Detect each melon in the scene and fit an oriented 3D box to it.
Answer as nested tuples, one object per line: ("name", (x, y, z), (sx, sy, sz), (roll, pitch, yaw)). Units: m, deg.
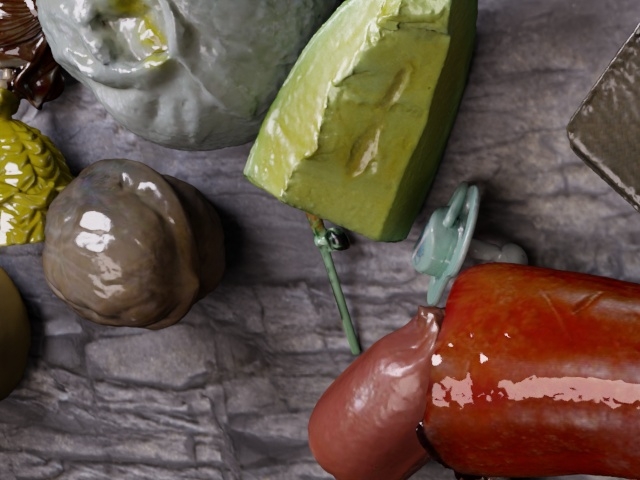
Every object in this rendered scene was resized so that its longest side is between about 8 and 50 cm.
("melon", (0.067, -0.151, 1.614), (0.196, 0.124, 0.323), (19, 118, -15))

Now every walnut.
("walnut", (-0.218, 0.007, 1.872), (0.224, 0.224, 0.224), (15, 115, 34))

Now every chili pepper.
("chili pepper", (0.274, 0.147, 1.513), (0.305, 0.229, 0.251), (11, 154, 29))

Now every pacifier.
("pacifier", (0.160, 0.006, 1.660), (0.116, 0.127, 0.150), (15, 141, -5))

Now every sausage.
("sausage", (0.082, 0.182, 1.743), (0.148, 0.148, 0.254), (52, 129, 11))

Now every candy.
("candy", (0.000, 0.000, 1.795), (0.078, 0.084, 0.288), (-4, 111, 36))

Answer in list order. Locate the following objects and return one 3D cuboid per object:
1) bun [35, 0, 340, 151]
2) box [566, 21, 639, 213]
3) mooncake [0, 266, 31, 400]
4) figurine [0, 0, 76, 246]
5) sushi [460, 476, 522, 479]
("bun", (-0.150, -0.265, 1.698), (0.361, 0.211, 0.362), (7, 105, 30))
("box", (0.370, -0.142, 1.392), (0.184, 0.143, 0.273), (44, 129, 17))
("mooncake", (-0.493, 0.129, 2.198), (0.234, 0.117, 0.235), (17, 118, 34))
("figurine", (-0.380, -0.160, 1.984), (0.168, 0.187, 0.315), (3, 100, 42))
("sushi", (0.186, 0.390, 1.749), (0.130, 0.124, 0.332), (-3, 106, 29))
